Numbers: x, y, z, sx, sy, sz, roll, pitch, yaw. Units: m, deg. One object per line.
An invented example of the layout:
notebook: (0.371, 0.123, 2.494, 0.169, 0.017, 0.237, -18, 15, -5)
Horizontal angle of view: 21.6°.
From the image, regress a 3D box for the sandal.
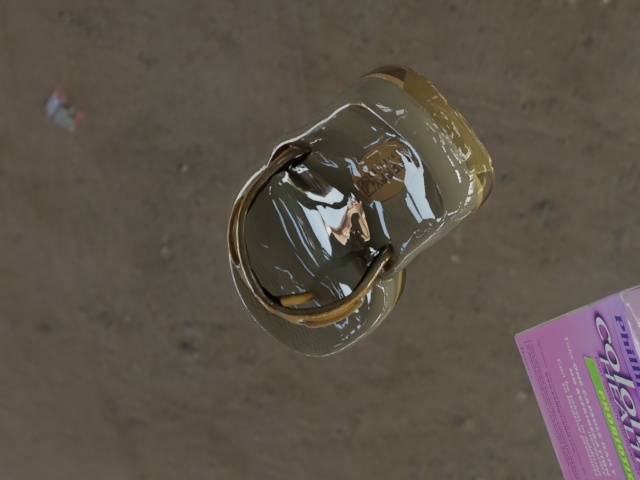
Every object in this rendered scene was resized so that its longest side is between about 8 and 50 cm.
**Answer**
sandal: (0.000, 0.000, 0.559, 0.072, 0.049, 0.180, 45, 154, 1)

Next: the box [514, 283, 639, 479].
box: (0.260, 0.066, 1.011, 0.213, 0.117, 0.243, -18, 173, -10)
